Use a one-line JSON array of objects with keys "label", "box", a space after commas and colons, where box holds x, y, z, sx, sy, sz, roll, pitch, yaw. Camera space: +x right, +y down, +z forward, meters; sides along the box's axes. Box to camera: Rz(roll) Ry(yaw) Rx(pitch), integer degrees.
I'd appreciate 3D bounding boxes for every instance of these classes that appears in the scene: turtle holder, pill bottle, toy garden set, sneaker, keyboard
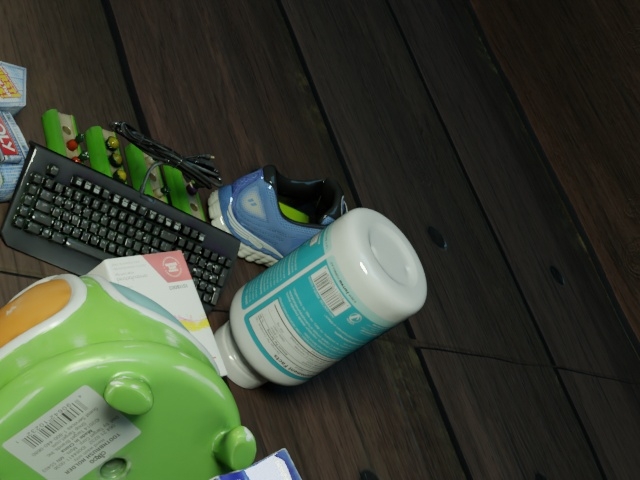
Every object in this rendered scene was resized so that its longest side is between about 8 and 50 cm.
[{"label": "turtle holder", "box": [-0.186, 0.158, 1.043, 0.320, 0.243, 0.227, 15, 27, -37]}, {"label": "pill bottle", "box": [-0.010, 0.083, 1.365, 0.146, 0.264, 0.146, 38, 33, -30]}, {"label": "toy garden set", "box": [-0.225, -0.055, 1.414, 0.244, 0.049, 0.204, 20, 43, -47]}, {"label": "sneaker", "box": [0.000, 0.000, 1.600, 0.330, 0.147, 0.130, 32, 35, -37]}, {"label": "keyboard", "box": [-0.214, -0.039, 1.325, 0.317, 0.033, 0.201, 26, 75, -43]}]

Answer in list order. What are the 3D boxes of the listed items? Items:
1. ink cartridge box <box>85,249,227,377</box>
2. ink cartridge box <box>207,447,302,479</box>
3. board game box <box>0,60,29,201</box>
[{"label": "ink cartridge box", "box": [-0.181, 0.117, 1.249, 0.115, 0.067, 0.198, -8, 71, -48]}, {"label": "ink cartridge box", "box": [-0.135, 0.311, 0.908, 0.165, 0.333, 0.065, 60, -16, 13]}, {"label": "board game box", "box": [-0.389, -0.137, 1.241, 0.194, 0.060, 0.194, 60, 29, 10]}]
